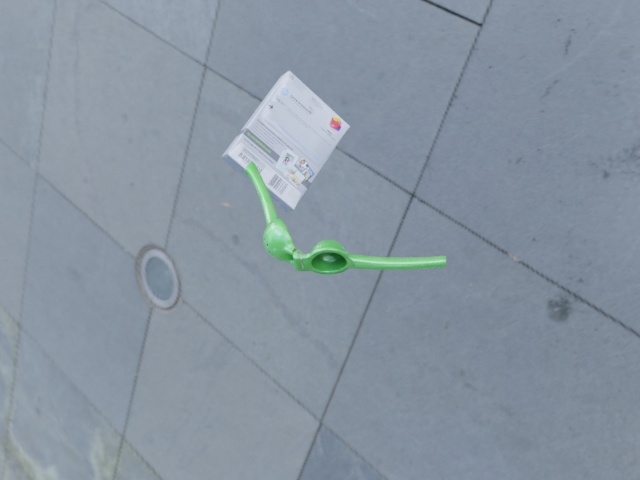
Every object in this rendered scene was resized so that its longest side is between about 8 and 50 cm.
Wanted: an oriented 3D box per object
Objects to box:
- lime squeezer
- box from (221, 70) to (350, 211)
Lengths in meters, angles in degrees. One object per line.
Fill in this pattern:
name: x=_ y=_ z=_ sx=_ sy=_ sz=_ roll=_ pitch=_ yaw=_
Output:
lime squeezer: x=0.000 y=0.000 z=0.926 sx=0.311 sy=0.110 sz=0.058 roll=27 pitch=133 yaw=23
box: x=-0.055 y=-0.165 z=1.202 sx=0.145 sy=0.186 sz=0.038 roll=39 pitch=161 yaw=-20
